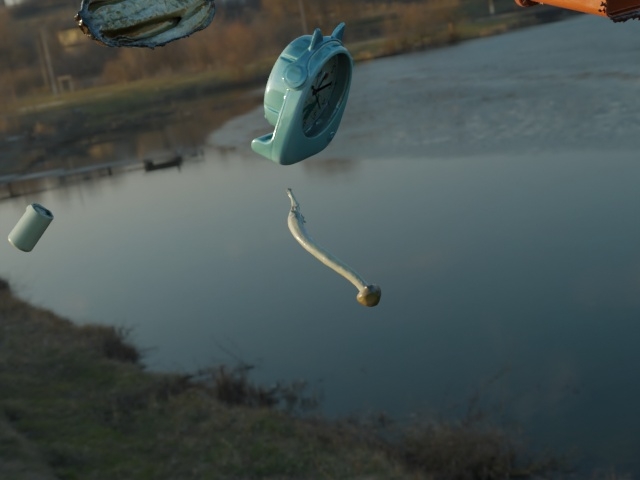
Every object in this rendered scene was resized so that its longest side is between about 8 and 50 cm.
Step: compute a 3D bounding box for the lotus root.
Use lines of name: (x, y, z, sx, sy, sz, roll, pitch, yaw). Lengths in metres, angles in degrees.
lotus root: (-0.346, -0.438, 2.017, 0.078, 0.167, 0.329, -28, 0, 45)

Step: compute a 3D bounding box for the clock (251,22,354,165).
clock: (-0.025, -0.291, 2.010, 0.094, 0.274, 0.223, 25, 26, 20)

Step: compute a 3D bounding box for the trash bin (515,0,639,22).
trash bin: (0.391, -0.418, 1.559, 0.184, 0.161, 0.239, -17, 30, -16)

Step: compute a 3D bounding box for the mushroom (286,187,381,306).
mushroom: (-0.002, 0.002, 1.649, 0.043, 0.068, 0.306, -46, 51, 6)

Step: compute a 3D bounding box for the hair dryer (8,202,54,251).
hair dryer: (-0.407, -0.033, 1.472, 0.063, 0.038, 0.124, -52, 21, 10)
